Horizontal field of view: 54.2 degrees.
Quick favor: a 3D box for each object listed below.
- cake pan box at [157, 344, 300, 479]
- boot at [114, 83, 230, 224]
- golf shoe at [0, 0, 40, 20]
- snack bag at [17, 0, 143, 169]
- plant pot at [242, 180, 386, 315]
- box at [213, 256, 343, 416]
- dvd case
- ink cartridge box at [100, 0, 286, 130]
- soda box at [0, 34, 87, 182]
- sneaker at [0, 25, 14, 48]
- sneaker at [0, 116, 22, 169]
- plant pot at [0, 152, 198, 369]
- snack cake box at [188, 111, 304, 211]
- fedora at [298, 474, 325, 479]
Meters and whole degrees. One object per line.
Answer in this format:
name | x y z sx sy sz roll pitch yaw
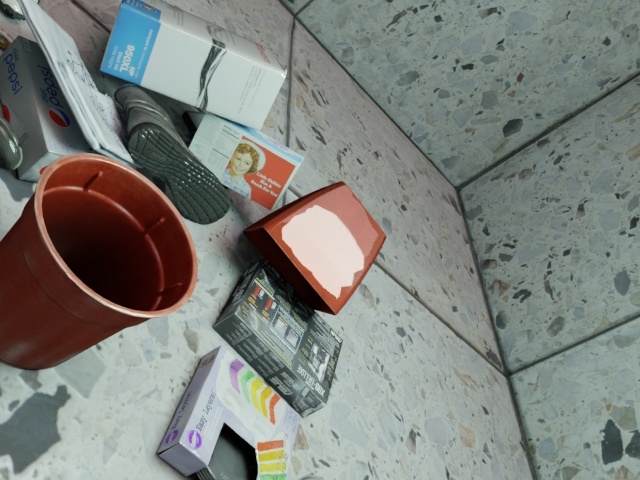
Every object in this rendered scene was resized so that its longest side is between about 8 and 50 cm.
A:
cake pan box | -0.161 0.370 1.188 0.246 0.070 0.266 45 29 -16
boot | -0.336 -0.205 1.461 0.338 0.118 0.222 59 2 -46
golf shoe | -0.651 -0.567 1.397 0.077 0.094 0.198 39 32 -33
snack bag | -0.476 -0.312 1.267 0.342 0.037 0.323 63 -3 -1
plant pot | 0.000 0.000 1.553 0.267 0.236 0.267 51 -14 -10
box | -0.086 0.221 1.470 0.307 0.077 0.242 48 28 -16
dvd case | -0.271 -0.253 1.749 0.238 0.030 0.179 60 27 10
ink cartridge box | -0.310 -0.448 1.541 0.395 0.166 0.285 18 23 -21
soda box | -0.543 -0.248 1.208 0.091 0.098 0.286 13 49 -56
sneaker | -0.667 -0.431 1.292 0.083 0.032 0.037 54 12 -15
sneaker | -0.631 -0.209 1.054 0.267 0.101 0.106 47 50 -19
plant pot | -0.379 0.052 0.956 0.272 0.265 0.272 40 30 -30
snack cake box | -0.194 -0.208 1.586 0.264 0.152 0.089 30 21 -5
fedora | 0.044 0.576 1.231 0.243 0.124 0.275 57 26 1
